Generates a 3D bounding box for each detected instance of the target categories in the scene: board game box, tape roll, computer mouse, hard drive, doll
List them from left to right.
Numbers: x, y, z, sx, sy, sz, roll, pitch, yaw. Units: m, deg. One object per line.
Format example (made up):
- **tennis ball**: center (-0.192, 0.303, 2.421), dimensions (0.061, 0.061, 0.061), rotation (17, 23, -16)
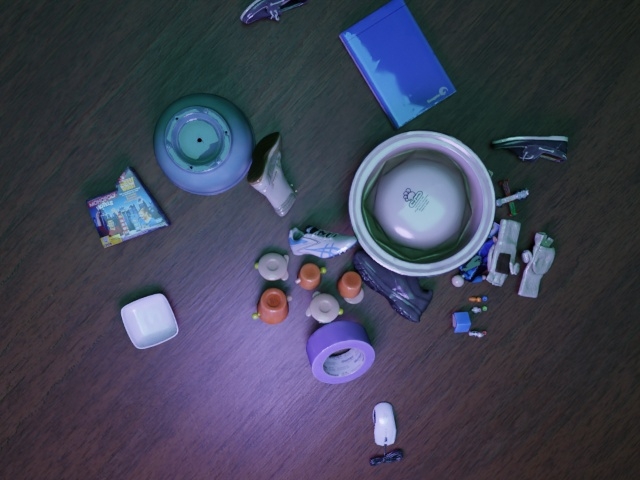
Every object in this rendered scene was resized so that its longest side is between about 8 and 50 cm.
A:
- **board game box**: center (-0.556, -0.103, 1.748), dimensions (0.194, 0.060, 0.194), rotation (-19, 95, -3)
- **tape roll**: center (0.057, 0.326, 1.777), dimensions (0.188, 0.080, 0.189), rotation (-10, 131, -11)
- **computer mouse**: center (0.197, 0.597, 1.877), dimensions (0.105, 0.042, 0.193), rotation (-5, 95, -3)
- **hard drive**: center (0.227, -0.517, 1.787), dimensions (0.210, 0.040, 0.319), rotation (-33, 96, -2)
- **doll**: center (0.471, 0.068, 1.852), dimensions (0.189, 0.046, 0.129), rotation (-44, 107, 7)

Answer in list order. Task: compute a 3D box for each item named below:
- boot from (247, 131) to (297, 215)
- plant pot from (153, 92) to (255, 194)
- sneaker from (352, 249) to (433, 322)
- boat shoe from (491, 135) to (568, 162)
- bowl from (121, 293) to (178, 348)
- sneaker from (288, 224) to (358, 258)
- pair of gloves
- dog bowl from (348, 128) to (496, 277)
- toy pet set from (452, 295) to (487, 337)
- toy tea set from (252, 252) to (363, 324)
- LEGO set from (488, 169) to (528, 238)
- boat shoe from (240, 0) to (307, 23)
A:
- **boot**: center (-0.126, -0.192, 1.759), dimensions (0.077, 0.213, 0.165), rotation (-13, 136, 30)
- **plant pot**: center (-0.327, -0.272, 1.685), dimensions (0.292, 0.196, 0.293), rotation (0, 94, -5)
- **sneaker**: center (0.215, 0.115, 1.819), dimensions (0.286, 0.109, 0.130), rotation (42, 81, -13)
- **boat shoe**: center (0.625, -0.272, 1.819), dimensions (0.232, 0.084, 0.079), rotation (1, 94, -8)
- **bowl**: center (-0.495, 0.232, 1.784), dimensions (0.142, 0.053, 0.142), rotation (-21, 96, -4)
- **sneaker**: center (0.000, 0.000, 1.733), dimensions (0.085, 0.237, 0.086), rotation (-38, 118, -43)
- **pair of gloves**: center (0.605, 0.058, 1.832), dimensions (0.240, 0.042, 0.204), rotation (19, 92, -27)
- **dog bowl**: center (0.283, -0.102, 1.748), dimensions (0.407, 0.150, 0.409), rotation (0, 91, 4)
- **toy pet set**: center (0.461, 0.237, 1.857), dimensions (0.114, 0.065, 0.122), rotation (-2, 95, -5)
- **toy tea set**: center (-0.040, 0.162, 1.806), dimensions (0.335, 0.124, 0.200), rotation (10, 64, -2)
- **LEGO set**: center (0.514, -0.110, 1.854), dimensions (0.244, 0.060, 0.183), rotation (27, 104, -5)
- **boat shoe**: center (-0.128, -0.662, 1.729), dimensions (0.206, 0.075, 0.065), rotation (-32, 93, -6)
